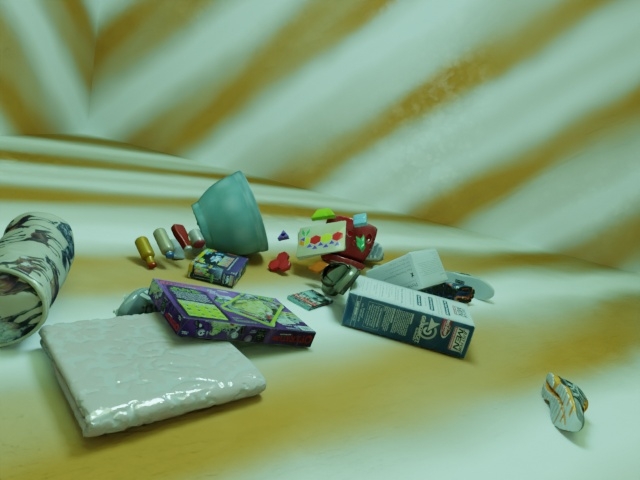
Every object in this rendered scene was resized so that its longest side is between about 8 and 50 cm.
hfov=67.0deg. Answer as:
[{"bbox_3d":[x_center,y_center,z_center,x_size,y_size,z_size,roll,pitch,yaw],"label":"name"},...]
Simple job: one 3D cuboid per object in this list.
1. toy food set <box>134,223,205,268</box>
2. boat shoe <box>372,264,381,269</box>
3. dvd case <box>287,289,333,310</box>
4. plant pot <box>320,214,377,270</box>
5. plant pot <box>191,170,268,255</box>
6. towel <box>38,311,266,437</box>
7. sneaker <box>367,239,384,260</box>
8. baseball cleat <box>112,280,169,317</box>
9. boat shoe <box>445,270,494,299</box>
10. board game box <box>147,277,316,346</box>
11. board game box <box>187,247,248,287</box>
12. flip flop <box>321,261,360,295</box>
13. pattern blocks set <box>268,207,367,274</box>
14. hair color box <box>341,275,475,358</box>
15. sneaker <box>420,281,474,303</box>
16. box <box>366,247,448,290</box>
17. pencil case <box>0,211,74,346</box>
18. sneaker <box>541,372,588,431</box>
[{"bbox_3d":[-0.436,0.025,1.489,0.232,0.111,0.104,9,43,-56],"label":"toy food set"},{"bbox_3d":[0.246,0.133,1.780,0.137,0.049,0.043,30,-17,48],"label":"boat shoe"},{"bbox_3d":[-0.030,0.176,1.443,0.087,0.013,0.119,23,19,32],"label":"dvd case"},{"bbox_3d":[0.095,0.012,1.767,0.191,0.174,0.191,17,-7,2],"label":"plant pot"},{"bbox_3d":[-0.320,-0.070,1.651,0.196,0.293,0.293,-20,25,-13],"label":"plant pot"},{"bbox_3d":[-0.321,0.231,0.922,0.332,0.053,0.317,-1,20,-44],"label":"towel"},{"bbox_3d":[0.131,0.039,1.978,0.281,0.105,0.115,20,-13,29],"label":"sneaker"},{"bbox_3d":[-0.380,0.148,1.136,0.109,0.072,0.206,23,21,11],"label":"baseball cleat"},{"bbox_3d":[0.578,0.165,1.883,0.219,0.077,0.070,23,19,37],"label":"boat shoe"},{"bbox_3d":[-0.201,0.171,1.127,0.347,0.056,0.208,15,13,-39],"label":"board game box"},{"bbox_3d":[-0.310,0.081,1.477,0.141,0.048,0.170,12,15,1],"label":"board game box"},{"bbox_3d":[0.045,0.107,1.442,0.080,0.112,0.277,34,-6,-4],"label":"flip flop"},{"bbox_3d":[0.000,0.000,1.637,0.325,0.026,0.285,-3,48,22],"label":"pattern blocks set"},{"bbox_3d":[0.245,0.210,1.380,0.347,0.105,0.174,15,16,6],"label":"hair color box"},{"bbox_3d":[0.440,0.183,1.731,0.221,0.083,0.087,13,1,-23],"label":"sneaker"},{"bbox_3d":[0.280,0.116,1.564,0.181,0.119,0.182,-28,-14,37],"label":"box"},{"bbox_3d":[-0.645,0.063,1.037,0.184,0.159,0.410,-14,23,-14],"label":"pencil case"},{"bbox_3d":[0.581,0.377,1.123,0.083,0.084,0.215,21,16,10],"label":"sneaker"}]
